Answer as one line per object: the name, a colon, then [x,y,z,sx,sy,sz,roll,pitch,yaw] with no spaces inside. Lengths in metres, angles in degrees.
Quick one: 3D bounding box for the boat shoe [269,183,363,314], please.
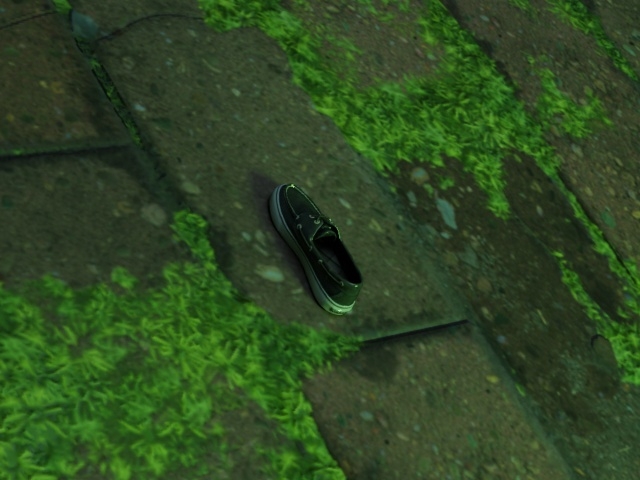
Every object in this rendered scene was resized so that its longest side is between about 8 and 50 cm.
boat shoe: [0.000,0.000,1.495,0.049,0.040,0.142,-3,54,-39]
